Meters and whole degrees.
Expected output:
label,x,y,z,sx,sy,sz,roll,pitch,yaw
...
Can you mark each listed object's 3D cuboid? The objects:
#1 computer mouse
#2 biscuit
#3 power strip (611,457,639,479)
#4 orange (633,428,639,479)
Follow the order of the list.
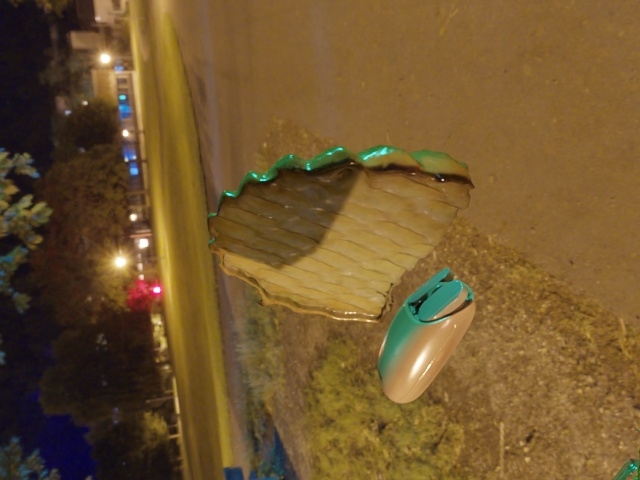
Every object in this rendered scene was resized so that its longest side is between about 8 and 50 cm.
label,x,y,z,sx,sy,sz,roll,pitch,yaw
computer mouse,0.167,0.158,1.014,0.236,0.082,0.145,-60,12,14
biscuit,0.000,0.000,0.503,0.273,0.187,0.036,115,162,-60
power strip,0.530,0.538,1.117,0.092,0.066,0.387,34,112,22
orange,0.511,0.266,0.717,0.223,0.301,0.300,35,132,37
